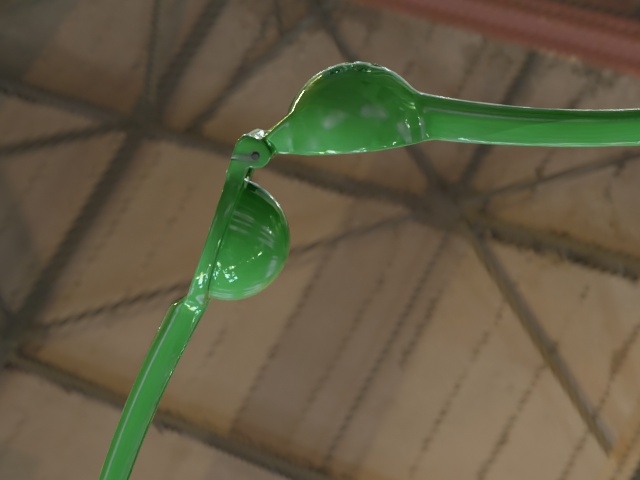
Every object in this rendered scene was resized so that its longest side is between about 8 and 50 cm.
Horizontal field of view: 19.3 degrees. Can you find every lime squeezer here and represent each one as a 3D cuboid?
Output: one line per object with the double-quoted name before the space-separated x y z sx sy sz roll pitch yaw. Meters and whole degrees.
"lime squeezer" 0.000 0.000 0.737 0.310 0.110 0.059 -35 -159 9
